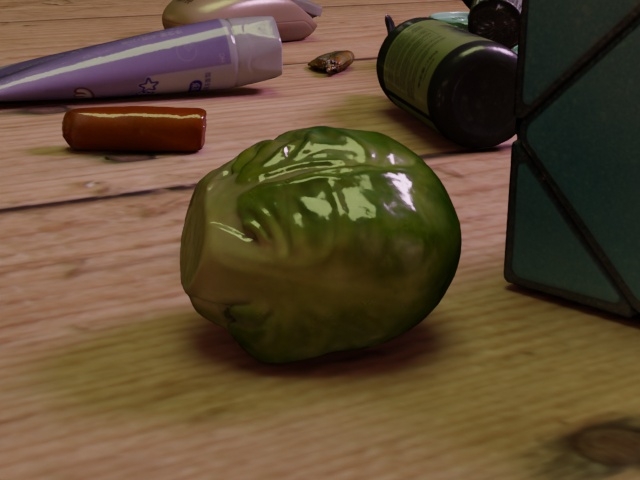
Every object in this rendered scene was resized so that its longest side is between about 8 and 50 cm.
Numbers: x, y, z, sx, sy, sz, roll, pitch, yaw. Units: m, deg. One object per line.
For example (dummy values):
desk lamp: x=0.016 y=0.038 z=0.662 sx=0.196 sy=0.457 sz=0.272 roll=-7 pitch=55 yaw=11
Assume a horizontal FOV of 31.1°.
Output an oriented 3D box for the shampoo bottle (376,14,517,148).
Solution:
shampoo bottle: x=0.118 y=-0.173 z=1.181 sx=0.101 sy=0.101 sz=0.284 roll=-3 pitch=19 yaw=-14

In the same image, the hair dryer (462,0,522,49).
hair dryer: x=0.279 y=-0.237 z=1.342 sx=0.284 sy=0.156 sz=0.320 roll=37 pitch=28 yaw=-16

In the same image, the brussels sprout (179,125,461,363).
brussels sprout: x=0.000 y=-0.004 z=0.633 sx=0.155 sy=0.117 sz=0.155 roll=11 pitch=18 yaw=-4

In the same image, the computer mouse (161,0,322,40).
computer mouse: x=-0.117 y=-0.336 z=1.700 sx=0.236 sy=0.082 sz=0.145 roll=-11 pitch=21 yaw=-31

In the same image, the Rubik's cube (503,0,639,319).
Rubik's cube: x=0.254 y=-0.066 z=0.700 sx=0.205 sy=0.205 sz=0.207 roll=16 pitch=22 yaw=39

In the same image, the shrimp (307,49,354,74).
shrimp: x=0.009 y=-0.226 z=1.469 sx=0.059 sy=0.023 sz=0.108 roll=-3 pitch=16 yaw=18

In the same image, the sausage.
sausage: x=-0.169 y=-0.101 z=1.040 sx=0.131 sy=0.039 sz=0.041 roll=-1 pitch=26 yaw=-3

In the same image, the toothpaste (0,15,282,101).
toothpaste: x=-0.229 y=-0.193 z=1.272 sx=0.371 sy=0.080 sz=0.125 roll=-9 pitch=20 yaw=-15

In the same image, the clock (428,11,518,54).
clock: x=0.204 y=-0.274 z=1.563 sx=0.148 sy=0.060 sz=0.188 roll=8 pitch=19 yaw=19
